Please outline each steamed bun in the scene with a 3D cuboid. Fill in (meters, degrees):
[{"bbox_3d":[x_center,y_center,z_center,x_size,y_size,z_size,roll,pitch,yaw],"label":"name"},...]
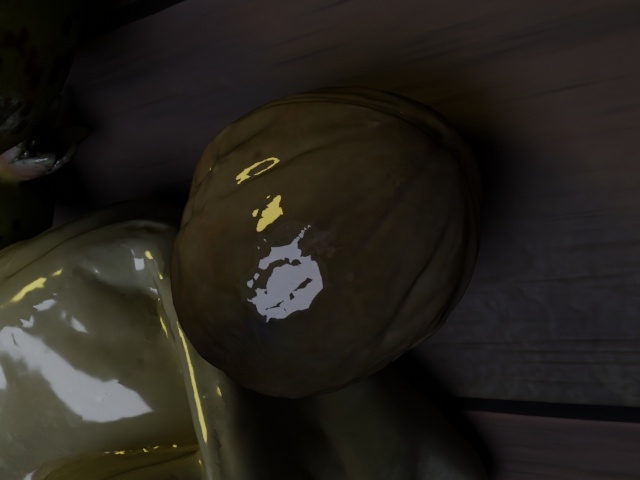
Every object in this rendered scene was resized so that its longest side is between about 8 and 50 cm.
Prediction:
[{"bbox_3d":[-0.103,0.175,0.550,0.368,0.255,0.342,35,137,7],"label":"steamed bun"}]

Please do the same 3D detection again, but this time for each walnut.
[{"bbox_3d":[0.001,0.001,0.399,0.140,0.140,0.162,36,133,8],"label":"walnut"}]

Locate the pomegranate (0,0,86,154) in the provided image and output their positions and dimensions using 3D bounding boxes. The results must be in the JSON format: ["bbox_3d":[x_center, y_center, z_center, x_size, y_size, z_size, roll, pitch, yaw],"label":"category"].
[{"bbox_3d":[-0.247,-0.123,0.441,0.246,0.198,0.198,-1,125,18],"label":"pomegranate"}]

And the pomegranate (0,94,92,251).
[{"bbox_3d":[-0.234,-0.048,0.569,0.129,0.129,0.159,39,115,4],"label":"pomegranate"}]
